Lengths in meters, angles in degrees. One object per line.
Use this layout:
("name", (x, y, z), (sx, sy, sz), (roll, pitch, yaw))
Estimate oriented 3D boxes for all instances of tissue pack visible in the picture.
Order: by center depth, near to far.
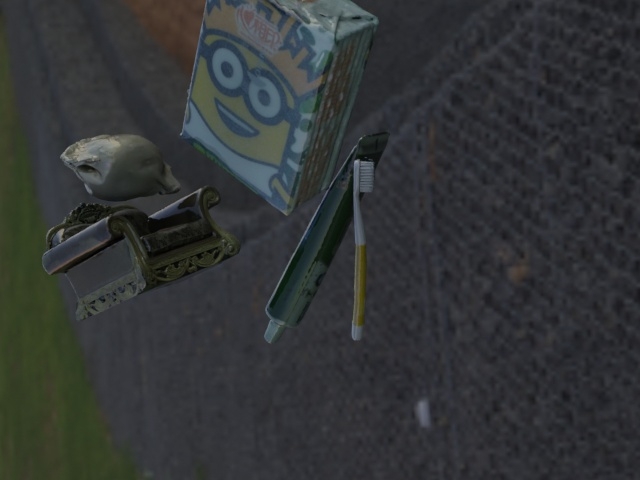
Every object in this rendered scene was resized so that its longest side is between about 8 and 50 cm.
("tissue pack", (-0.065, -0.226, 1.927), (0.228, 0.128, 0.311), (37, 135, 22))

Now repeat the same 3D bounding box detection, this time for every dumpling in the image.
("dumpling", (-0.324, -0.122, 2.241), (0.118, 0.199, 0.136), (-66, 20, 16))

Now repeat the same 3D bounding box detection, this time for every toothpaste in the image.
("toothpaste", (0.000, 0.000, 2.120), (0.061, 0.099, 0.392), (34, 114, 18))

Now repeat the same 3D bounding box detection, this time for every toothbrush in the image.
("toothbrush", (0.051, 0.017, 1.663), (0.021, 0.024, 0.288), (-83, -5, -48))

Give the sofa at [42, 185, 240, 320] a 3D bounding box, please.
("sofa", (-0.289, -0.007, 2.198), (0.200, 0.258, 0.182), (-23, 89, 42))
